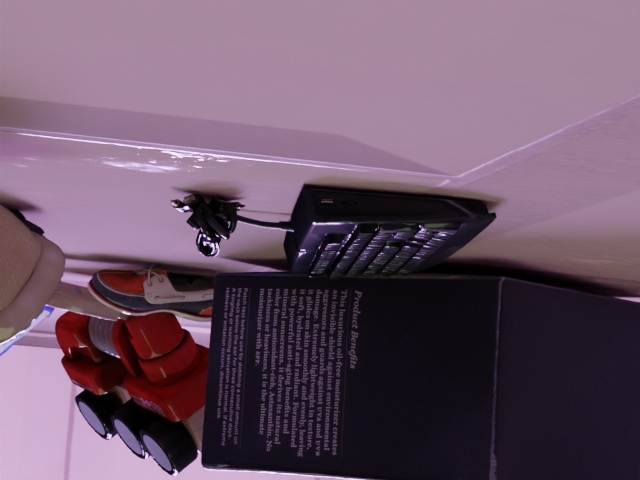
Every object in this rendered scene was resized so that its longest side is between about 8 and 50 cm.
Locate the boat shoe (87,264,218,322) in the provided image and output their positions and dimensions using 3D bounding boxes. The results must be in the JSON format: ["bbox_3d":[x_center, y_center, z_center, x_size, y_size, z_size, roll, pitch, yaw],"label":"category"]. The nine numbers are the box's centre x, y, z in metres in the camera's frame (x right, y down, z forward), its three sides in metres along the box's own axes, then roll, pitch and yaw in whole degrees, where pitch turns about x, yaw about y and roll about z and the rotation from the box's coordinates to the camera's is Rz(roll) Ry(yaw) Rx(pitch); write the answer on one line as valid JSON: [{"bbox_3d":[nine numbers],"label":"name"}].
[{"bbox_3d":[-0.147,0.043,1.593,0.137,0.049,0.043,11,128,-31],"label":"boat shoe"}]

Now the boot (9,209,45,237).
[{"bbox_3d":[-0.377,0.037,1.327,0.260,0.131,0.348,34,137,-5],"label":"boot"}]

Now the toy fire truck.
[{"bbox_3d":[-0.204,0.093,1.686,0.158,0.246,0.217,-36,-153,-23],"label":"toy fire truck"}]

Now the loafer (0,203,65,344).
[{"bbox_3d":[-0.261,-0.010,1.026,0.268,0.102,0.092,7,143,39],"label":"loafer"}]

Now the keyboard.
[{"bbox_3d":[0.000,0.000,1.192,0.201,0.033,0.317,5,172,-2],"label":"keyboard"}]

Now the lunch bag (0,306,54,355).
[{"bbox_3d":[-0.354,0.070,1.767,0.151,0.096,0.129,-10,171,0],"label":"lunch bag"}]

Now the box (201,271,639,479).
[{"bbox_3d":[0.104,0.125,1.526,0.294,0.183,0.296,1,174,35],"label":"box"}]
